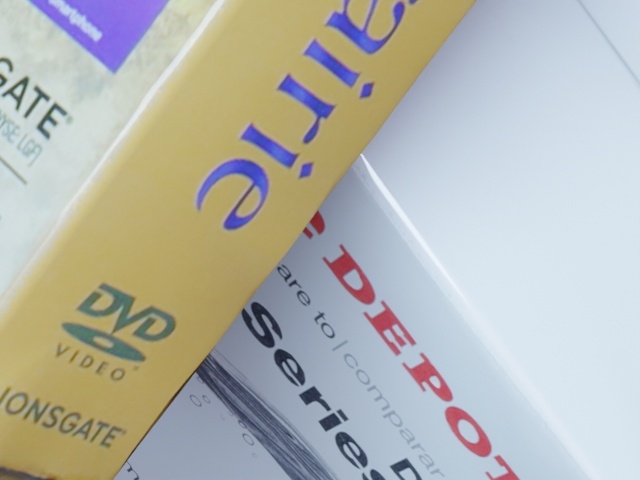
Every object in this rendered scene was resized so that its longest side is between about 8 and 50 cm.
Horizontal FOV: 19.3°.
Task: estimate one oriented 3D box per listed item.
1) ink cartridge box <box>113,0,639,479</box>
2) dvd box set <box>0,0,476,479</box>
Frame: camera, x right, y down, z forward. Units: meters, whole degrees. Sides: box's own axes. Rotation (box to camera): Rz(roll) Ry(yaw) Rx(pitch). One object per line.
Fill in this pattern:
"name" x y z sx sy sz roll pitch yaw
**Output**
"ink cartridge box" 0.000 0.000 0.548 0.115 0.273 0.198 -37 89 -29
"dvd box set" -0.023 -0.200 0.403 0.307 0.062 0.420 39 95 36
